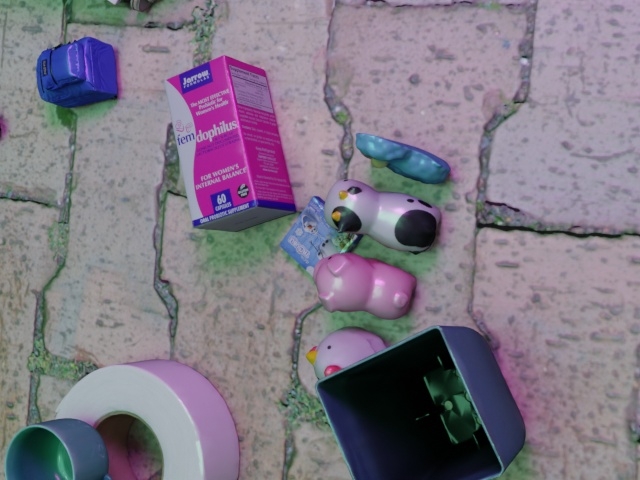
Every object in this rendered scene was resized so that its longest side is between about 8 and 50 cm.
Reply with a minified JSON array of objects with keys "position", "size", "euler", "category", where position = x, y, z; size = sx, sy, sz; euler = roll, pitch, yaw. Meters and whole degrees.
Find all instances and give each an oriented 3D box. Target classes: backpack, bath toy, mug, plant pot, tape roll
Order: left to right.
[{"position":[-0.360,0.330,1.268],"size":[0.129,0.097,0.157],"euler":[-39,73,20],"category":"mug"},{"position":[-0.396,-0.267,1.412],"size":[0.120,0.101,0.098],"euler":[-9,78,30],"category":"backpack"},{"position":[-0.265,0.320,1.331],"size":[0.286,0.100,0.286],"euler":[0,89,27],"category":"tape roll"},{"position":[0.056,0.041,1.156],"size":[0.151,0.129,0.348],"euler":[16,97,23],"category":"bath toy"},{"position":[0.140,0.197,1.051],"size":[0.165,0.234,0.165],"euler":[-29,77,23],"category":"plant pot"}]

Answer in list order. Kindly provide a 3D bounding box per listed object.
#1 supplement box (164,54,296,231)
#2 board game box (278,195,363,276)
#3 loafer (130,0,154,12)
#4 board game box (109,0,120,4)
[{"position":[-0.128,-0.134,1.266],"size":[0.111,0.114,0.220],"euler":[-18,79,26],"category":"supplement box"},{"position":[0.000,0.000,1.247],"size":[0.090,0.020,0.090],"euler":[41,107,22],"category":"board game box"},{"position":[-0.249,-0.405,1.372],"size":[0.039,0.045,0.125],"euler":[33,101,17],"category":"loafer"},{"position":[-0.389,-0.520,1.337],"size":[0.305,0.053,0.193],"euler":[31,100,-15],"category":"board game box"}]
